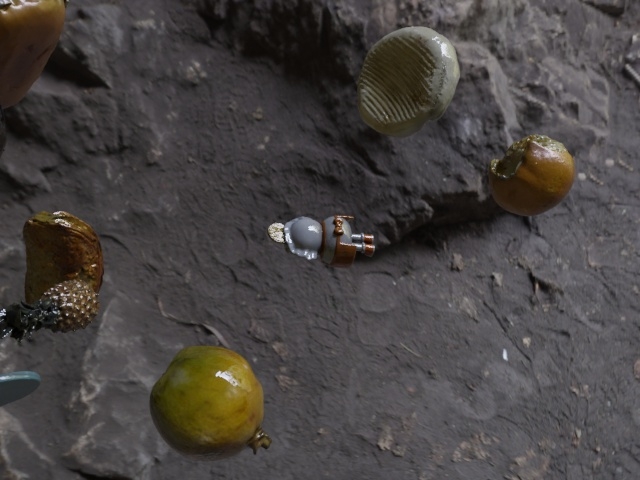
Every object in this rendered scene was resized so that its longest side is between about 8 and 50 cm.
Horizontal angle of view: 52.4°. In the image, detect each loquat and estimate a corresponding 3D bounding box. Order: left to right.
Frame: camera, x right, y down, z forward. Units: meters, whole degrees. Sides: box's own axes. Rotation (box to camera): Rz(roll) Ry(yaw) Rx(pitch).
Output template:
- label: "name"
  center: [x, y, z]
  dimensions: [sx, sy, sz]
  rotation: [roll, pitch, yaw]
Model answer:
- label: "loquat"
  center: [-0.195, 0.317, 1.221]
  dimensions: [0.246, 0.213, 0.213]
  rotation: [34, 82, 3]

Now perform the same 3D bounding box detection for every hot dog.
- label: "hot dog"
  center: [-0.578, 0.047, 1.455]
  dimensions: [0.175, 0.114, 0.259]
  rotation: [12, 111, 6]

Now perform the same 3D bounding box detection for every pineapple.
- label: "pineapple"
  center: [-0.272, 0.068, 0.638]
  dimensions: [0.058, 0.124, 0.058]
  rotation: [0, 89, 16]

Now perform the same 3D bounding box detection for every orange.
- label: "orange"
  center: [0.376, -0.120, 1.175]
  dimensions: [0.156, 0.134, 0.157]
  rotation: [-24, 58, 47]

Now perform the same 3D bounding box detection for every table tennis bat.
- label: "table tennis bat"
  center: [-0.565, 0.276, 1.114]
  dimensions: [0.244, 0.152, 0.040]
  rotation: [-45, 62, 50]

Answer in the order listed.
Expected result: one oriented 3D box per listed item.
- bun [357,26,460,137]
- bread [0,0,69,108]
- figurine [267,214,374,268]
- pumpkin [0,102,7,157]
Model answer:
- label: "bun"
  center: [0.146, -0.244, 1.038]
  dimensions: [0.183, 0.102, 0.184]
  rotation: [-9, 77, 43]
- label: "bread"
  center: [-0.438, -0.265, 0.879]
  dimensions: [0.241, 0.136, 0.107]
  rotation: [-33, 94, 43]
- label: "figurine"
  center: [0.005, -0.005, 1.628]
  dimensions: [0.143, 0.271, 0.143]
  rotation: [-43, 38, 47]
- label: "pumpkin"
  center: [-0.327, -0.047, 0.360]
  dimensions: [0.253, 0.149, 0.131]
  rotation: [21, 43, -8]
